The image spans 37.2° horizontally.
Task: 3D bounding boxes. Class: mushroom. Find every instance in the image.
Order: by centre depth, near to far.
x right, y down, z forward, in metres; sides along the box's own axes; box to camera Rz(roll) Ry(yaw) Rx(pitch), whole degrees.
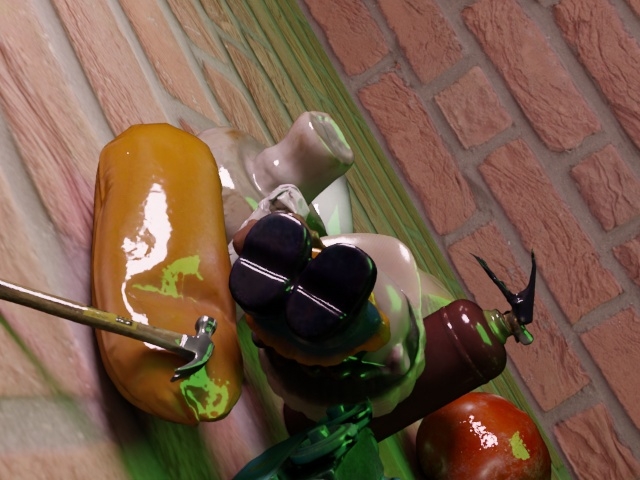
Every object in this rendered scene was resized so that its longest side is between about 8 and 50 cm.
[{"bbox_3d":[-0.056,-0.053,1.160,0.243,0.244,0.243,53,13,-19],"label":"mushroom"}]

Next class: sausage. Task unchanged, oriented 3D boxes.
[{"bbox_3d":[-0.144,0.033,0.869,0.134,0.116,0.353,26,35,-31],"label":"sausage"}]

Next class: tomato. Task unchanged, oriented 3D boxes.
[{"bbox_3d":[0.261,0.341,1.501,0.232,0.189,0.232,56,11,-16],"label":"tomato"}]

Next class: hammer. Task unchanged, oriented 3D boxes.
[{"bbox_3d":[-0.169,0.063,0.731,0.182,0.017,0.062,18,43,-15],"label":"hammer"}]

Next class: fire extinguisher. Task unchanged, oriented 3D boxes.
[{"bbox_3d":[0.115,0.129,1.097,0.138,0.344,0.102,57,12,0],"label":"fire extinguisher"}]

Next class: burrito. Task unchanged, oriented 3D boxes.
[{"bbox_3d":[-0.079,0.027,1.024,0.064,0.203,0.064,33,-10,6],"label":"burrito"}]

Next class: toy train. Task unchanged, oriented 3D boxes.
[{"bbox_3d":[-0.008,0.223,0.852,0.107,0.154,0.198,62,14,2],"label":"toy train"}]

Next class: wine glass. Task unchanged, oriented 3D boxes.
[{"bbox_3d":[-0.009,-0.007,1.333,0.111,0.111,0.204,45,41,-46],"label":"wine glass"}]

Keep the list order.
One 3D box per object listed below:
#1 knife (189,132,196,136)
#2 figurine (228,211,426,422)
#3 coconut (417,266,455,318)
[{"bbox_3d":[-0.155,-0.075,1.315,0.054,0.015,0.212,39,22,-53],"label":"knife"},{"bbox_3d":[0.000,0.086,0.919,0.185,0.204,0.332,28,7,17],"label":"figurine"},{"bbox_3d":[0.104,0.143,1.341,0.205,0.236,0.236,39,19,-21],"label":"coconut"}]
